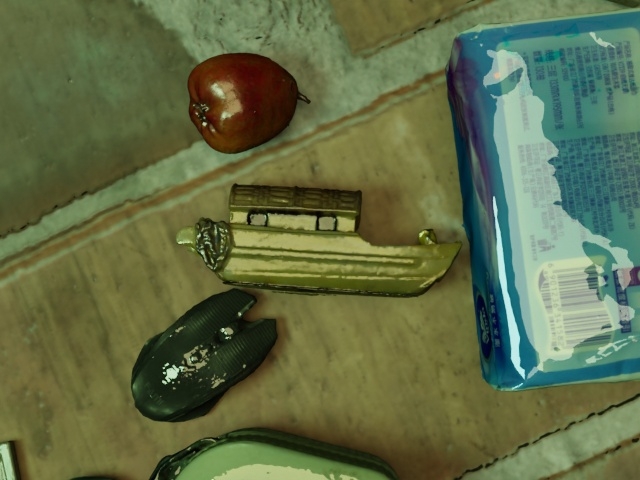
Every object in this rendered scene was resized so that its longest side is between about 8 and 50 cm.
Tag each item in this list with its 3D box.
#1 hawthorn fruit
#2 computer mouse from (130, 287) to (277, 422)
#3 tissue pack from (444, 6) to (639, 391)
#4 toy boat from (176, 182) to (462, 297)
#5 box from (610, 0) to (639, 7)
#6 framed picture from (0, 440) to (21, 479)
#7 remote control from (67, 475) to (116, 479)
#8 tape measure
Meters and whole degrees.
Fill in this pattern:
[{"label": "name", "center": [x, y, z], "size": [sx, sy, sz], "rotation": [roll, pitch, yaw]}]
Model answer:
[{"label": "hawthorn fruit", "center": [-0.058, -0.115, 0.806], "size": [0.093, 0.081, 0.081], "rotation": [-19, 86, -29]}, {"label": "computer mouse", "center": [-0.097, 0.095, 0.804], "size": [0.135, 0.047, 0.079], "rotation": [-37, 87, -3]}, {"label": "tissue pack", "center": [0.207, -0.028, 0.752], "size": [0.198, 0.146, 0.263], "rotation": [-7, 86, 0]}, {"label": "toy boat", "center": [0.000, 0.000, 0.797], "size": [0.226, 0.068, 0.088], "rotation": [2, 81, 3]}, {"label": "box", "center": [0.189, -0.284, 0.797], "size": [0.201, 0.058, 0.141], "rotation": [13, 87, -7]}, {"label": "framed picture", "center": [-0.356, 0.280, 0.816], "size": [0.250, 0.016, 0.184], "rotation": [-14, 87, 1]}, {"label": "remote control", "center": [-0.190, 0.302, 0.793], "size": [0.072, 0.042, 0.222], "rotation": [4, 86, -13]}, {"label": "tape measure", "center": [-0.047, 0.270, 0.760], "size": [0.207, 0.115, 0.235], "rotation": [14, 87, 0]}]
